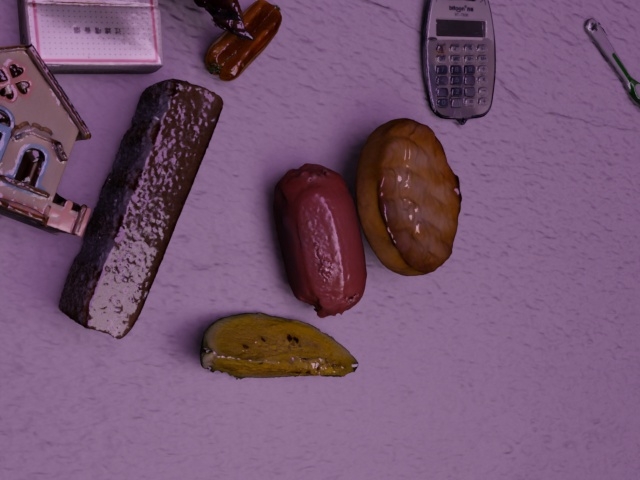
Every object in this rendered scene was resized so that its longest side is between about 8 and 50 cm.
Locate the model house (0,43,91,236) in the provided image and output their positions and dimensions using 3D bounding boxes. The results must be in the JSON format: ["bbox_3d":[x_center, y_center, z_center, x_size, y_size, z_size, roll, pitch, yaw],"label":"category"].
[{"bbox_3d":[-0.469,-0.166,1.218,0.326,0.169,0.244,24,77,-33],"label":"model house"}]

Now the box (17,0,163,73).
[{"bbox_3d":[-0.373,-0.432,1.327,0.210,0.095,0.330,-6,94,-27],"label":"box"}]

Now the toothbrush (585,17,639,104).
[{"bbox_3d":[0.734,-0.346,1.926,0.042,0.040,0.418,-48,110,-17],"label":"toothbrush"}]

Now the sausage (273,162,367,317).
[{"bbox_3d":[0.000,0.000,1.491,0.152,0.152,0.279,-15,96,-26],"label":"sausage"}]

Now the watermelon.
[{"bbox_3d":[-0.088,0.193,1.456,0.301,0.129,0.123,9,88,-32],"label":"watermelon"}]

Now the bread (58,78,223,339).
[{"bbox_3d":[-0.292,-0.056,1.330,0.113,0.165,0.416,25,79,-27],"label":"bread"}]

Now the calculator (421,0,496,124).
[{"bbox_3d":[0.282,-0.368,1.694,0.177,0.040,0.268,-4,93,-27],"label":"calculator"}]

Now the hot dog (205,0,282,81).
[{"bbox_3d":[-0.137,-0.350,1.469,0.072,0.055,0.188,45,71,-17],"label":"hot dog"}]

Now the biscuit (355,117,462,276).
[{"bbox_3d":[0.160,-0.079,1.562,0.296,0.102,0.296,13,73,-53],"label":"biscuit"}]

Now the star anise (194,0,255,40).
[{"bbox_3d":[-0.202,-0.408,1.333,0.103,0.272,0.272,-33,106,5],"label":"star anise"}]
